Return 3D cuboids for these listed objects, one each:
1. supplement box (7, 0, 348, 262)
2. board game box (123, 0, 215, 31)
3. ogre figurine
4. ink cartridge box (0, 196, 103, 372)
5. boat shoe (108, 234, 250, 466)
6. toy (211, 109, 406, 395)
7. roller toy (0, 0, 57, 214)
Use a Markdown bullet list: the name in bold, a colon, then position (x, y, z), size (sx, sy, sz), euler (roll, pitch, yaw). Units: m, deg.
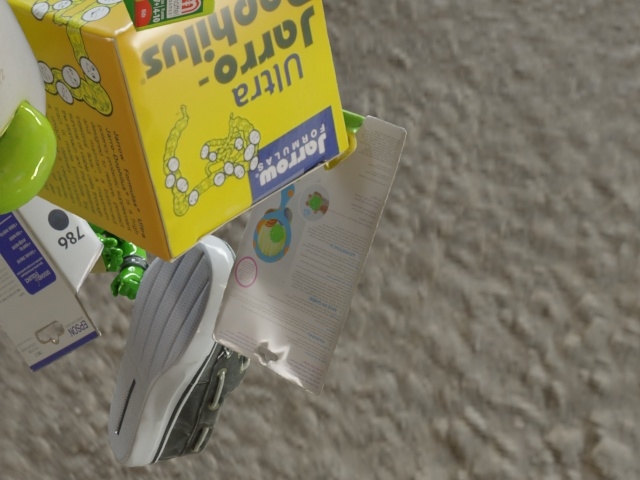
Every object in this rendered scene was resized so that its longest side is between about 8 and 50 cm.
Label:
- **supplement box**: position (-0.178, -0.157, 1.290), size (0.194, 0.195, 0.356), euler (-34, 39, -31)
- **board game box**: position (-0.100, -0.204, 0.773), size (0.043, 0.092, 0.181), euler (-16, 63, -15)
- **ogre figurine**: position (-0.266, -0.018, 1.710), size (0.197, 0.097, 0.118), euler (14, 29, 1)
- **ink cartridge box**: position (-0.319, -0.038, 1.515), size (0.065, 0.165, 0.333), euler (-37, 97, -38)
- **boat shoe**: position (-0.136, 0.115, 1.683), size (0.119, 0.335, 0.121), euler (-3, 50, -29)
- **toy**: position (0.000, 0.000, 1.368), size (0.137, 0.056, 0.237), euler (24, 103, 39)
- **roller toy**: position (-0.273, -0.097, 0.929), size (0.209, 0.146, 0.191), euler (-14, 62, 1)
